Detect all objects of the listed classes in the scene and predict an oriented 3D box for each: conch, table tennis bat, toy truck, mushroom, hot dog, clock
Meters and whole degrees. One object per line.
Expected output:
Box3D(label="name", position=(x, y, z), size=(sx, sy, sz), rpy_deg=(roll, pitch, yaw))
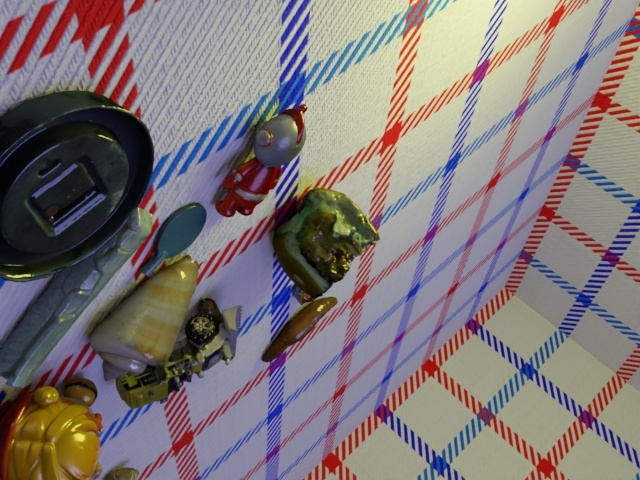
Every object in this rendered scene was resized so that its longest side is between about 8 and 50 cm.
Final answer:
Box3D(label="conch", position=(-0.288, 0.147, 1.347), size=(0.255, 0.127, 0.158), rpy_deg=(-48, 157, -6))
Box3D(label="table tennis bat", position=(-0.254, -0.001, 1.324), size=(0.155, 0.019, 0.100), rpy_deg=(-51, 158, -3))
Box3D(label="toy truck", position=(-0.265, 0.232, 1.505), size=(0.286, 0.111, 0.136), rpy_deg=(-23, 149, -25))
Box3D(label="mushroom", position=(-0.467, 0.624, 1.804), size=(0.116, 0.093, 0.225), rpy_deg=(0, 135, -35))
Box3D(label="hot dog", position=(0.009, 0.081, 1.888), size=(0.192, 0.053, 0.099), rpy_deg=(-45, 161, -6))
Box3D(label="clock", position=(-0.345, -0.070, 1.000), size=(0.280, 0.055, 0.280), rpy_deg=(-39, 155, -22))

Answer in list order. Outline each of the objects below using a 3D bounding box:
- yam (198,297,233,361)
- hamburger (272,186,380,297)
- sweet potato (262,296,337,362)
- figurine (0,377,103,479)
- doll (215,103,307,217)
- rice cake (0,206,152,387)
Box3D(label="yam", position=(-0.223, 0.196, 1.649), size=(0.046, 0.046, 0.264), rpy_deg=(-42, 156, -19))
Box3D(label="hamburger", position=(0.000, 0.000, 1.601), size=(0.167, 0.192, 0.288), rpy_deg=(-38, -179, -14))
Box3D(label="sweet potato", position=(-0.058, 0.228, 1.992), size=(0.255, 0.058, 0.078), rpy_deg=(-43, 177, -6))
Box3D(label="figurine", position=(-0.466, 0.375, 1.287), size=(0.323, 0.196, 0.320), rpy_deg=(108, -13, -58))
Box3D(label="doll", position=(-0.094, -0.140, 1.332), size=(0.142, 0.076, 0.245), rpy_deg=(-12, 140, -57))
Box3D(label="rice cake", position=(-0.376, 0.080, 1.169), size=(0.336, 0.063, 0.066), rpy_deg=(-52, 167, 2))
